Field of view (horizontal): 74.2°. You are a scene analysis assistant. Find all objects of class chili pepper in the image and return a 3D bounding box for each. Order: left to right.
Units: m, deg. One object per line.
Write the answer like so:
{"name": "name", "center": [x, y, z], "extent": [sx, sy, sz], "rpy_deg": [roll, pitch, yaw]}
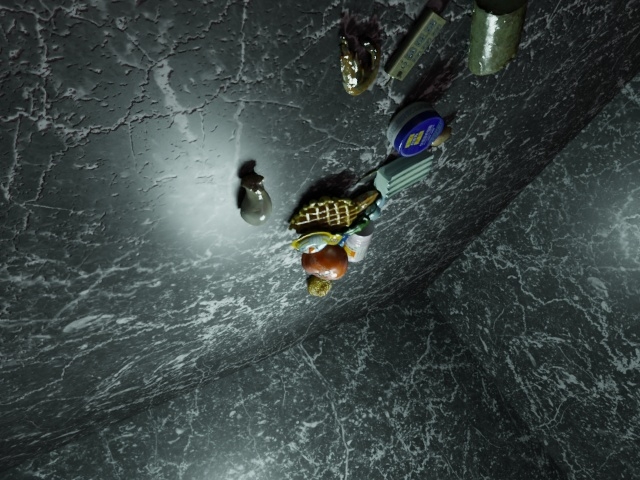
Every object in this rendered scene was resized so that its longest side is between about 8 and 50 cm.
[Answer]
{"name": "chili pepper", "center": [0.153, -0.069, 1.980], "extent": [0.279, 0.065, 0.122], "rpy_deg": [-27, -155, 31]}

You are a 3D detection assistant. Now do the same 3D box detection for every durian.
{"name": "durian", "center": [-0.003, 0.252, 2.424], "extent": [0.168, 0.137, 0.158], "rpy_deg": [-44, 177, -10]}

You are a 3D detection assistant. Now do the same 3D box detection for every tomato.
{"name": "tomato", "center": [0.029, 0.088, 2.039], "extent": [0.232, 0.232, 0.188], "rpy_deg": [40, 65, -65]}

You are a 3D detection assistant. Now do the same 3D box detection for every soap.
{"name": "soap", "center": [0.370, -0.308, 1.897], "extent": [0.262, 0.094, 0.150], "rpy_deg": [-29, 151, -16]}

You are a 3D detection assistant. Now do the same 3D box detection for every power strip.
{"name": "power strip", "center": [0.286, -0.599, 1.335], "extent": [0.092, 0.034, 0.268], "rpy_deg": [-4, 142, -48]}

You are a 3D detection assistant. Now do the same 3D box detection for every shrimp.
{"name": "shrimp", "center": [0.141, -0.132, 1.983], "extent": [0.317, 0.062, 0.164], "rpy_deg": [-38, 163, 12]}
{"name": "shrimp", "center": [0.124, -0.527, 1.245], "extent": [0.145, 0.059, 0.254], "rpy_deg": [-35, 156, -5]}

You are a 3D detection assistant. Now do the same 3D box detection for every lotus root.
{"name": "lotus root", "center": [0.513, -0.453, 1.844], "extent": [0.151, 0.062, 0.073], "rpy_deg": [-32, 155, -8]}

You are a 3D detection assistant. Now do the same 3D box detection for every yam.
{"name": "yam", "center": [0.573, -0.690, 1.382], "extent": [0.168, 0.168, 0.304], "rpy_deg": [-35, 153, 1]}

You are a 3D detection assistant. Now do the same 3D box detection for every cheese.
{"name": "cheese", "center": [0.000, 0.000, 1.864], "extent": [0.271, 0.069, 0.177], "rpy_deg": [-6, 155, -25]}

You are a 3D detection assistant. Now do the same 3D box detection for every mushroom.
{"name": "mushroom", "center": [-0.223, -0.138, 1.485], "extent": [0.116, 0.093, 0.225], "rpy_deg": [-3, 151, -15]}

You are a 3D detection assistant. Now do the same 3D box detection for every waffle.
{"name": "waffle", "center": [0.018, -0.097, 1.822], "extent": [0.301, 0.058, 0.281], "rpy_deg": [-3, 151, -24]}

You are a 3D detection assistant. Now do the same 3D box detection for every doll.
{"name": "doll", "center": [0.272, -0.184, 2.043], "extent": [0.179, 0.075, 0.120], "rpy_deg": [-63, 159, 1]}

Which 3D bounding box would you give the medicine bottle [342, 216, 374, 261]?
{"name": "medicine bottle", "center": [0.193, -0.002, 2.189], "extent": [0.134, 0.133, 0.249], "rpy_deg": [-23, 155, -22]}

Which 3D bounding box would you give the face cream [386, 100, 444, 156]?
{"name": "face cream", "center": [0.363, -0.433, 1.641], "extent": [0.206, 0.111, 0.205], "rpy_deg": [-26, 154, -14]}

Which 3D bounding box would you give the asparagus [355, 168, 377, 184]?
{"name": "asparagus", "center": [0.197, -0.278, 1.833], "extent": [0.114, 0.015, 0.014], "rpy_deg": [-32, 157, -6]}

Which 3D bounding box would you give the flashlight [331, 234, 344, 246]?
{"name": "flashlight", "center": [0.080, 0.002, 2.160], "extent": [0.051, 0.051, 0.129], "rpy_deg": [-41, 151, 14]}
